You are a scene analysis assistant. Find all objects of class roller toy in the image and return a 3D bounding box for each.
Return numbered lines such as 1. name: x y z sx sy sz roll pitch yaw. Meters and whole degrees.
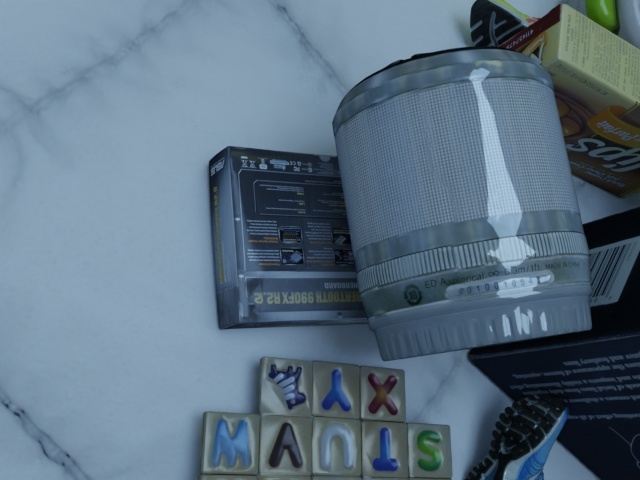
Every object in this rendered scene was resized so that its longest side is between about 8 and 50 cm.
1. roller toy: 0.468 -0.321 1.103 0.209 0.146 0.191 48 68 -17

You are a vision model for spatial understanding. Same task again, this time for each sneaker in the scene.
1. sneaker: 0.229 0.247 0.847 0.073 0.063 0.162 30 97 -35
2. sneaker: 0.288 -0.279 1.037 0.209 0.081 0.094 31 56 -26

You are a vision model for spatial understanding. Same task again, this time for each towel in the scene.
1. towel: -0.017 0.304 0.725 0.209 0.034 0.285 47 57 -8

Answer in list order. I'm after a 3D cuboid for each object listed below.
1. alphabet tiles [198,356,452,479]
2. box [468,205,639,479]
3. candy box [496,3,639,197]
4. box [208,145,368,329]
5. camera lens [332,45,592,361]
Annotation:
1. alphabet tiles: 0.015 0.289 0.721 0.285 0.011 0.342 11 68 -26
2. box: 0.434 0.163 0.864 0.395 0.293 0.212 43 61 -13
3. candy box: 0.365 -0.168 0.980 0.317 0.183 0.087 20 69 -23
4. box: 0.000 0.000 0.803 0.231 0.056 0.182 1 77 -30
5. camera lens: 0.135 -0.033 0.725 0.220 0.219 0.274 -2 78 -30
